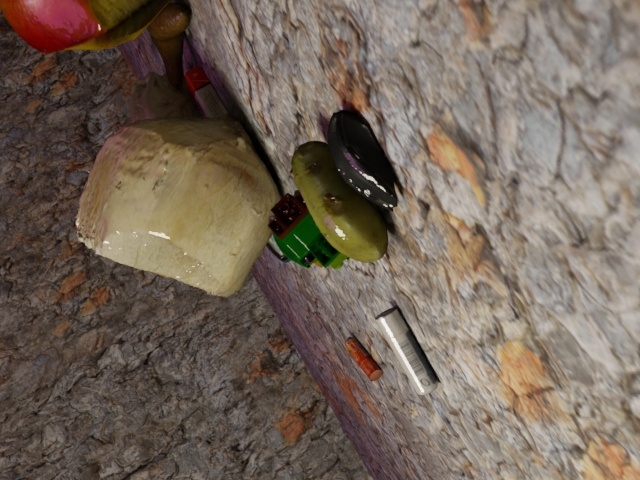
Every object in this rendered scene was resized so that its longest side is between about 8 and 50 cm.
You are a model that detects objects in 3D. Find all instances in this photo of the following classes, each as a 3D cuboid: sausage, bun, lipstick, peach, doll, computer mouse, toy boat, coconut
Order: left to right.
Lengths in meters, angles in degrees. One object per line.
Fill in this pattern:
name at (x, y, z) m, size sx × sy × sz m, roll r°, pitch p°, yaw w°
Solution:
peach at (-0.362, -0.441, 1.038) m, size 0.380 × 0.306 × 0.242 m, roll 40°, pitch 163°, yaw 50°
bun at (-0.356, -0.319, 1.648) m, size 0.229 × 0.230 × 0.145 m, roll 54°, pitch 137°, yaw 30°
coconut at (-0.268, -0.095, 1.409) m, size 0.404 × 0.405 × 0.404 m, roll 57°, pitch 168°, yaw 18°
toy boat at (-0.108, -0.007, 1.651) m, size 0.137 × 0.060 × 0.061 m, roll 52°, pitch -168°, yaw 14°
doll at (-0.006, -0.006, 1.071) m, size 0.134 × 0.106 × 0.186 m, roll 43°, pitch -179°, yaw 15°
computer mouse at (0.044, -0.087, 0.790) m, size 0.135 × 0.047 × 0.079 m, roll 58°, pitch 170°, yaw 2°
sausage at (0.088, 0.254, 1.495) m, size 0.129 × 0.034 × 0.034 m, roll 48°, pitch 164°, yaw 47°
lipstick at (0.135, 0.173, 1.061) m, size 0.141 × 0.040 × 0.040 m, roll 60°, pitch 169°, yaw -2°

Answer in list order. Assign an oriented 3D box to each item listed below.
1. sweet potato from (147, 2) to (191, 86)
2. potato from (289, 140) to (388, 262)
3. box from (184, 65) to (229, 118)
sweet potato at (-0.321, -0.430, 1.433) m, size 0.346 × 0.079 × 0.108 m, roll 137°, pitch 114°, yaw -74°
potato at (0.023, -0.055, 0.879) m, size 0.188 × 0.085 × 0.105 m, roll 59°, pitch -169°, yaw 24°
box at (-0.254, -0.310, 1.562) m, size 0.152 × 0.048 × 0.100 m, roll 61°, pitch 167°, yaw 7°
